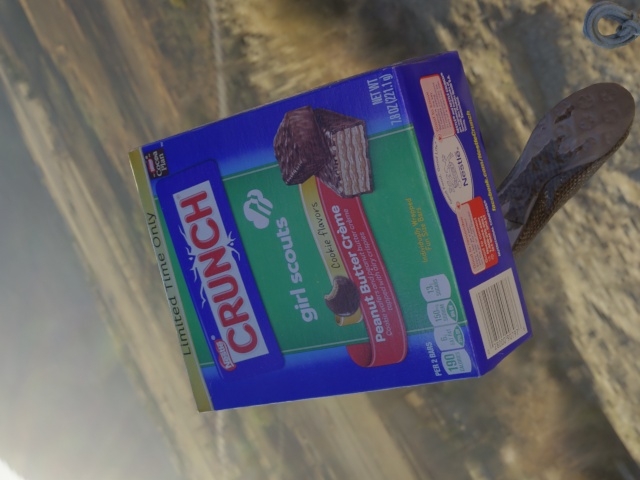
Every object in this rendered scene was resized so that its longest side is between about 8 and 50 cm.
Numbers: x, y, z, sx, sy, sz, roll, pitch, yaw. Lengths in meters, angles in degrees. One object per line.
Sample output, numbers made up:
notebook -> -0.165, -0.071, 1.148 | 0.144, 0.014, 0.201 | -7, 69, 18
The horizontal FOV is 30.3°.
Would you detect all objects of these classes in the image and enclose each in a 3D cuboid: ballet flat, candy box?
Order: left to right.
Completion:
candy box -> 0.000, 0.000, 1.074 | 0.317, 0.122, 0.268 | -13, 95, 37
ballet flat -> 0.241, -0.064, 1.248 | 0.084, 0.250, 0.058 | 36, 173, 26

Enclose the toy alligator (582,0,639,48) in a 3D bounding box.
toy alligator -> 0.218, -0.109, 0.548 | 0.051, 0.190, 0.056 | -74, -30, -61
